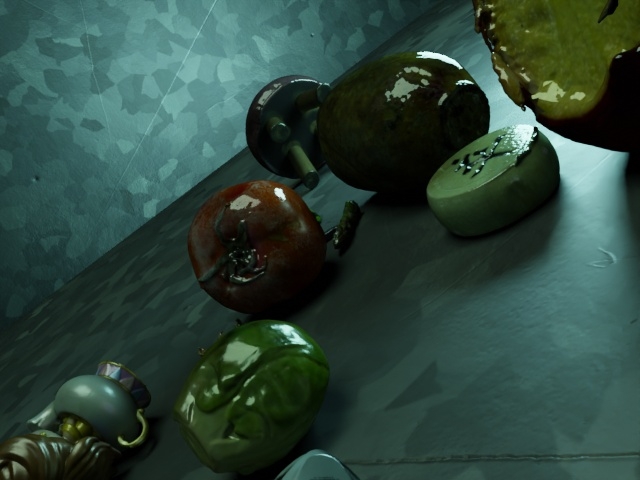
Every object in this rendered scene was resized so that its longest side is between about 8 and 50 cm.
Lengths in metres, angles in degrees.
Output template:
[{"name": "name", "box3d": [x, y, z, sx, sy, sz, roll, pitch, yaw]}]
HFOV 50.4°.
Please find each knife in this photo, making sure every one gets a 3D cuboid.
[{"name": "knife", "box3d": [0.000, 0.000, 1.285, 0.121, 0.018, 0.031, -36, 10, -6]}]

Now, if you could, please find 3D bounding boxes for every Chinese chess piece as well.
[{"name": "Chinese chess piece", "box3d": [0.241, -0.087, 0.963, 0.189, 0.083, 0.188, -32, 20, 13]}]

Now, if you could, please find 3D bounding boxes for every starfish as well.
[{"name": "starfish", "box3d": [-0.167, 0.169, 1.131, 0.091, 0.028, 0.078, -30, 12, 25]}]

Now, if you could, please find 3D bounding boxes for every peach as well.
[{"name": "peach", "box3d": [0.365, -0.329, 0.831, 0.353, 0.416, 0.339, -44, 13, -23]}]

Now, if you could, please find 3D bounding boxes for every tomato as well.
[{"name": "tomato", "box3d": [-0.106, 0.007, 1.145, 0.232, 0.231, 0.189, -29, -7, 18]}]

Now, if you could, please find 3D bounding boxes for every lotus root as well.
[{"name": "lotus root", "box3d": [0.147, -0.207, 1.212, 0.250, 0.250, 0.346, -41, 22, -18]}]

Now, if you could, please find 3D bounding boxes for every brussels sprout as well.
[{"name": "brussels sprout", "box3d": [-0.077, 0.173, 0.777, 0.181, 0.143, 0.161, -28, 49, -18]}]

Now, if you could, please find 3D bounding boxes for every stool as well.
[{"name": "stool", "box3d": [-0.039, -0.277, 1.724, 0.272, 0.272, 0.178, -38, 30, -9]}]

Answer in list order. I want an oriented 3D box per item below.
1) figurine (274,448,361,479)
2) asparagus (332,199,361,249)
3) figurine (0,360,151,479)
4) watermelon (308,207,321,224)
[{"name": "figurine", "box3d": [-0.001, 0.230, 0.594, 0.095, 0.086, 0.082, 4, 30, -13]}, {"name": "asparagus", "box3d": [0.046, -0.027, 1.241, 0.030, 0.036, 0.165, -11, 24, 20]}, {"name": "figurine", "box3d": [-0.356, 0.297, 0.962, 0.190, 0.142, 0.263, 3, 36, 27]}, {"name": "watermelon", "box3d": [-0.062, -0.027, 1.409, 0.094, 0.125, 0.135, -60, 29, 20]}]
